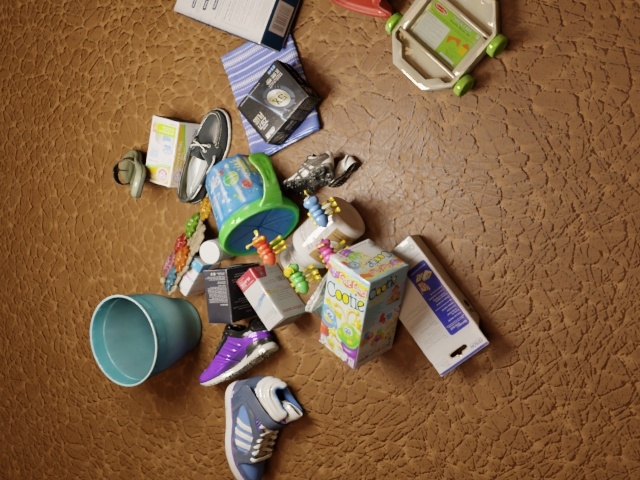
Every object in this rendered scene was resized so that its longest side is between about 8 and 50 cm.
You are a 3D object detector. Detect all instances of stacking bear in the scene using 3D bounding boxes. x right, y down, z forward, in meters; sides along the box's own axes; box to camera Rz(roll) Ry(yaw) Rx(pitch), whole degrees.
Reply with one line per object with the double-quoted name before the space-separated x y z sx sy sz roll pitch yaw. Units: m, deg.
"stacking bear" 0.126 -0.730 1.708 0.164 0.175 0.288 16 93 21

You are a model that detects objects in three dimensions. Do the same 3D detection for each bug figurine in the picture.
"bug figurine" -0.050 0.015 1.768 0.279 0.072 0.216 -37 86 27

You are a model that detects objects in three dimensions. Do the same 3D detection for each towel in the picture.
"towel" -0.146 -0.422 1.957 0.243 0.040 0.335 -21 83 29

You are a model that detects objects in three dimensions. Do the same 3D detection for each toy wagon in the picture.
"toy wagon" 0.327 -0.526 1.652 0.267 0.068 0.344 48 115 18

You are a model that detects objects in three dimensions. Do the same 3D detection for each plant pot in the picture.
"plant pot" -0.517 0.282 2.116 0.272 0.255 0.271 3 97 30

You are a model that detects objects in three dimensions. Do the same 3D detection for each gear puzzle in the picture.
"gear puzzle" -0.406 -0.001 2.092 0.338 0.044 0.175 -57 27 22

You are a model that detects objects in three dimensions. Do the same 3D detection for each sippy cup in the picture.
"sippy cup" -0.208 -0.112 1.928 0.306 0.240 0.224 -37 65 19

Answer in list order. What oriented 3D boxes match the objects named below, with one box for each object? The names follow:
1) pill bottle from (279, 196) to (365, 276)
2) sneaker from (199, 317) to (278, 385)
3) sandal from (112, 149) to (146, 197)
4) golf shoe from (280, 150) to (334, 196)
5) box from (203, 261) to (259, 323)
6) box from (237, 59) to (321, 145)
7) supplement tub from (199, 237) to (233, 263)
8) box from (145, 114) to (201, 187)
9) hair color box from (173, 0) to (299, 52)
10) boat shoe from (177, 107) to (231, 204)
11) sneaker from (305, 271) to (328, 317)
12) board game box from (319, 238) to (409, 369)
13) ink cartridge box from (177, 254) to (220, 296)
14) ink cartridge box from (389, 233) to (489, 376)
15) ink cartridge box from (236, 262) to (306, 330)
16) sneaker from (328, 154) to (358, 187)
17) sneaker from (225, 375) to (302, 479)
"pill bottle" 0.000 0.000 1.856 0.229 0.131 0.131 -43 73 27
"sneaker" -0.262 0.327 2.068 0.293 0.102 0.146 -34 73 24
"sandal" -0.605 -0.216 2.153 0.303 0.086 0.120 -141 58 -64
"golf shoe" -0.029 -0.185 1.900 0.198 0.077 0.093 -16 52 44
"box" -0.252 0.152 2.005 0.093 0.156 0.158 -5 92 32
"box" -0.116 -0.375 1.884 0.180 0.078 0.147 -45 73 22
"supplement tub" -0.302 0.028 2.047 0.071 0.107 0.070 3 99 23
"box" -0.455 -0.271 2.116 0.114 0.103 0.203 19 104 29
"hair color box" -0.237 -0.668 1.933 0.347 0.105 0.173 29 103 28
"boat shoe" -0.352 -0.249 2.063 0.114 0.091 0.302 21 105 27
"sneaker" 0.026 0.146 1.906 0.076 0.065 0.166 33 114 7
"board game box" 0.105 0.160 1.741 0.142 0.144 0.275 35 132 35
"ink cartridge box" -0.375 0.106 2.112 0.052 0.089 0.122 40 113 22
"ink cartridge box" 0.277 0.162 1.748 0.165 0.065 0.332 -42 73 27
"ink cartridge box" -0.137 0.158 1.954 0.072 0.127 0.175 -43 73 28
"sneaker" 0.056 -0.187 1.865 0.109 0.040 0.043 -44 57 23
"sneaker" -0.154 0.555 1.999 0.236 0.130 0.322 -11 83 35
